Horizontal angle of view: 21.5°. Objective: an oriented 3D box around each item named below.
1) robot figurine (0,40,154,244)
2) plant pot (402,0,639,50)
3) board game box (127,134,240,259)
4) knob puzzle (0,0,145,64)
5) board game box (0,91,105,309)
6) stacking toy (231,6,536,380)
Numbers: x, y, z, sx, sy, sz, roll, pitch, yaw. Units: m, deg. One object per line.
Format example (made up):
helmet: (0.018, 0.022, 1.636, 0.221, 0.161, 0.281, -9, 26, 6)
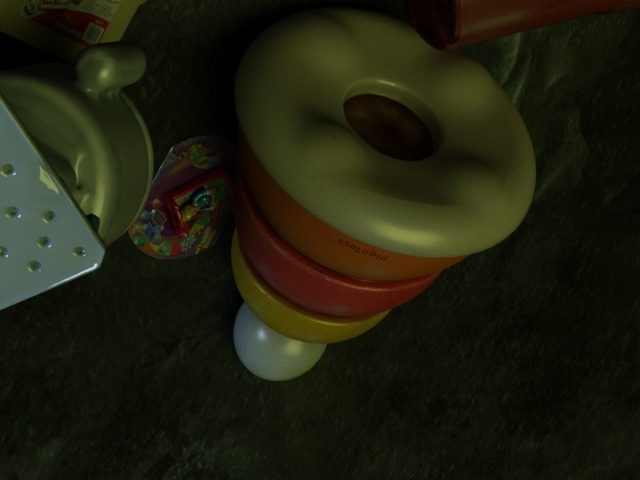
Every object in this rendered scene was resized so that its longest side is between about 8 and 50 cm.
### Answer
robot figurine: (-0.274, -0.068, 1.622, 0.300, 0.200, 0.353, -49, -178, 11)
plant pot: (0.218, -0.342, 1.833, 0.265, 0.272, 0.272, -20, 134, -14)
board game box: (-0.140, -0.040, 1.942, 0.133, 0.033, 0.168, 15, 113, -44)
knob puzzle: (-0.236, -0.277, 1.672, 0.213, 0.030, 0.213, -33, 139, -34)
board game box: (-0.433, -0.068, 1.371, 0.390, 0.050, 0.390, -22, 122, 15)
stacking toy: (0.000, 0.000, 1.950, 0.351, 0.350, 0.480, -8, 146, -34)
